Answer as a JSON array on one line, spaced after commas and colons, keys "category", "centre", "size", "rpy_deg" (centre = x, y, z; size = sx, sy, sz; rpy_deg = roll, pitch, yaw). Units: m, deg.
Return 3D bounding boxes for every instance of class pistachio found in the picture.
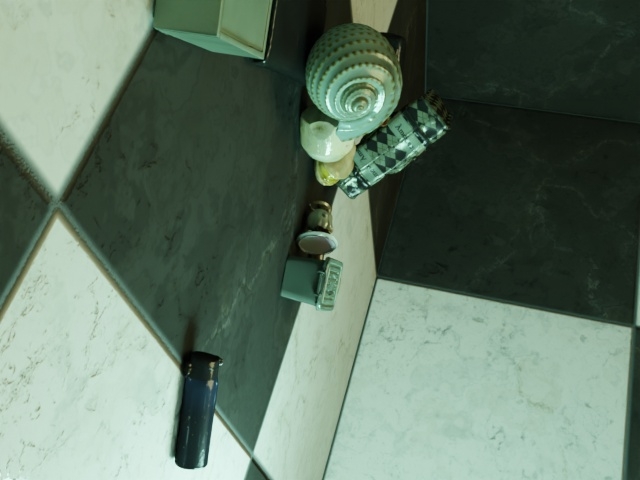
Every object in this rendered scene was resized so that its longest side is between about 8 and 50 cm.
[{"category": "pistachio", "centre": [0.035, -0.255, 2.146], "size": [0.145, 0.117, 0.200], "rpy_deg": [49, 48, -22]}]

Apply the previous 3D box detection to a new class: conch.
[{"category": "conch", "centre": [0.101, -0.413, 1.749], "size": [0.303, 0.215, 0.319], "rpy_deg": [57, 39, -47]}]

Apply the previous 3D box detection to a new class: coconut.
[{"category": "coconut", "centre": [0.022, -0.311, 1.927], "size": [0.161, 0.161, 0.162], "rpy_deg": [-61, 166, -53]}]

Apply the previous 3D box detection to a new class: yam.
[{"category": "yam", "centre": [0.000, 0.000, 2.299], "size": [0.057, 0.056, 0.241], "rpy_deg": [17, 81, -76]}]

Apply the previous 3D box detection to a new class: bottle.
[{"category": "bottle", "centre": [-0.260, 0.354, 1.469], "size": [0.072, 0.082, 0.245], "rpy_deg": [22, -76, 58]}]

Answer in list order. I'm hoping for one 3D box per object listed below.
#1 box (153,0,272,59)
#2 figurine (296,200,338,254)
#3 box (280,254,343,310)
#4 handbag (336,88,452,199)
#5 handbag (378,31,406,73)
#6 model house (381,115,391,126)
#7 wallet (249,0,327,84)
[{"category": "box", "centre": [-0.166, -0.435, 1.155], "size": [0.225, 0.117, 0.225], "rpy_deg": [-21, 121, -75]}, {"category": "figurine", "centre": [-0.007, -0.050, 2.142], "size": [0.132, 0.132, 0.154], "rpy_deg": [78, 14, -58]}, {"category": "box", "centre": [-0.026, 0.123, 2.120], "size": [0.243, 0.135, 0.163], "rpy_deg": [22, 79, -77]}, {"category": "handbag", "centre": [0.241, -0.342, 2.394], "size": [0.180, 0.416, 0.317], "rpy_deg": [51, 22, -9]}, {"category": "handbag", "centre": [0.183, -0.569, 2.347], "size": [0.181, 0.181, 0.255], "rpy_deg": [-39, 138, -72]}, {"category": "model house", "centre": [0.122, -0.442, 2.173], "size": [0.254, 0.195, 0.160], "rpy_deg": [-9, 107, -76]}, {"category": "wallet", "centre": [-0.069, -0.497, 1.634], "size": [0.406, 0.062, 0.229], "rpy_deg": [-22, 121, -75]}]
